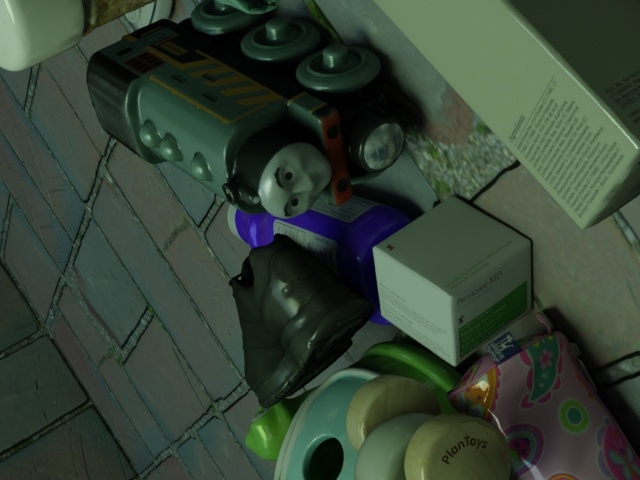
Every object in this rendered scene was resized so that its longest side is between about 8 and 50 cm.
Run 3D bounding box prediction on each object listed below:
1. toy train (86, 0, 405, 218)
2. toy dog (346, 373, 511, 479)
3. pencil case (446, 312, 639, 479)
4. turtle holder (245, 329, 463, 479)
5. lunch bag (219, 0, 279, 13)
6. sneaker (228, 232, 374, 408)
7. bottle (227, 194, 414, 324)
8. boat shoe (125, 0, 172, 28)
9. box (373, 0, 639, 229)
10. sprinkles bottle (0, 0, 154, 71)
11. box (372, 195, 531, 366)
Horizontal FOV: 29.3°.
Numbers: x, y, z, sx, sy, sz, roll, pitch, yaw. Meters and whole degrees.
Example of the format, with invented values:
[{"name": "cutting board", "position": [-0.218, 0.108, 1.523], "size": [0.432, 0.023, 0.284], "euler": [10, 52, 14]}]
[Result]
[{"name": "toy train", "position": [-0.075, -0.124, 1.154], "size": [0.334, 0.190, 0.142], "euler": [35, 147, 43]}, {"name": "toy dog", "position": [0.107, 0.277, 1.029], "size": [0.334, 0.161, 0.220], "euler": [55, 166, 5]}, {"name": "pencil case", "position": [0.230, 0.205, 1.048], "size": [0.284, 0.124, 0.124], "euler": [55, 155, 10]}, {"name": "turtle holder", "position": [0.057, 0.220, 1.252], "size": [0.320, 0.227, 0.243], "euler": [44, 153, 28]}, {"name": "lunch bag", "position": [-0.111, -0.335, 1.026], "size": [0.223, 0.160, 0.262], "euler": [33, 139, 43]}, {"name": "sneaker", "position": [-0.034, 0.075, 1.217], "size": [0.130, 0.109, 0.286], "euler": [50, 154, 10]}, {"name": "bottle", "position": [0.000, 0.000, 1.271], "size": [0.283, 0.092, 0.118], "euler": [21, 142, 54]}, {"name": "boat shoe", "position": [-0.226, -0.333, 1.330], "size": [0.095, 0.084, 0.258], "euler": [38, 148, 38]}, {"name": "box", "position": [0.138, -0.150, 0.840], "size": [0.275, 0.094, 0.113], "euler": [52, 154, 16]}, {"name": "sprinkles bottle", "position": [-0.084, -0.240, 0.838], "size": [0.121, 0.355, 0.121], "euler": [43, 151, 31]}, {"name": "box", "position": [0.117, 0.034, 1.078], "size": [0.102, 0.101, 0.087], "euler": [34, 145, 41]}]
